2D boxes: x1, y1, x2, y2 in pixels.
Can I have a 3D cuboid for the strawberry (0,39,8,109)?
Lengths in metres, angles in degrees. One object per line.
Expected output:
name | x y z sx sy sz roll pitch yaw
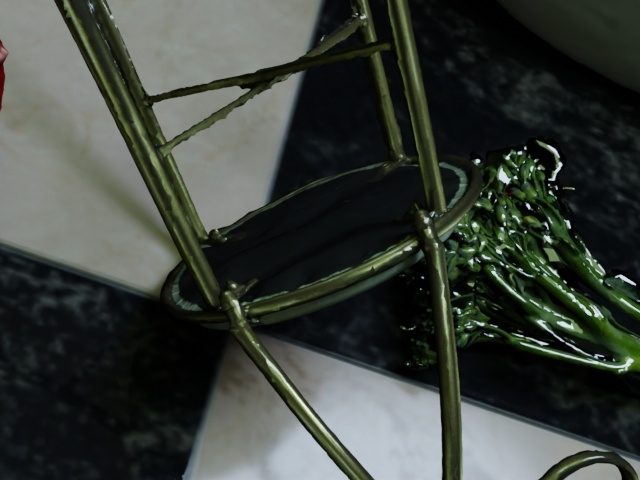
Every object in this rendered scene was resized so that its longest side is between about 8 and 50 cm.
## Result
strawberry | -0.211 -0.088 0.523 0.205 0.244 0.205 7 62 -14

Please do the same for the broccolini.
broccolini | 0.170 0.016 0.708 0.271 0.062 0.123 7 75 -10

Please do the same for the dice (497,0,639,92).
dice | 0.250 -0.264 0.746 0.276 0.304 0.304 28 56 -2

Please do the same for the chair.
chair | 0.000 0.000 0.608 0.159 0.170 0.326 -22 105 -1
